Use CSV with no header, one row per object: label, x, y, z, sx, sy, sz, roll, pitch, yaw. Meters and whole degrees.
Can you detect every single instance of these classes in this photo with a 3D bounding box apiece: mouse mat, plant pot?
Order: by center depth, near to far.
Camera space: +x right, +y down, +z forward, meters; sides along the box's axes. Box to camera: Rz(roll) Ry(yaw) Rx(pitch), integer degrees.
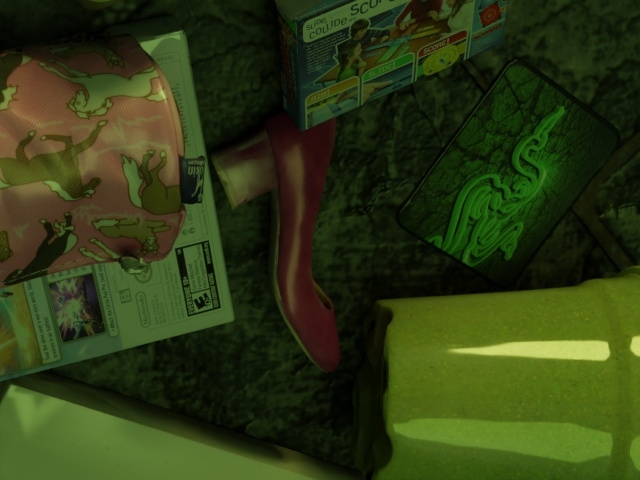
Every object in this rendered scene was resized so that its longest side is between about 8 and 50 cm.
plant pot,0.165,0.151,1.227,0.254,0.276,0.276,5,113,-8
mouse mat,0.176,-0.058,1.258,0.152,0.007,0.190,30,103,-28

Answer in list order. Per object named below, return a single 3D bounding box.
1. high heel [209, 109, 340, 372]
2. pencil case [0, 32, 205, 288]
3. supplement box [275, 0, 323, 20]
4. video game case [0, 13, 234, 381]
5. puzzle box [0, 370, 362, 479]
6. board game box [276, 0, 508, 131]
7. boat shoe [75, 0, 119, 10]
high heel,0.000,0.000,1.189,0.117,0.082,0.244,-24,109,-2
pencil case,-0.282,-0.028,0.945,0.386,0.167,0.160,-14,146,-19
supplement box,0.065,-0.265,0.989,0.239,0.130,0.073,-43,104,-28
video game case,-0.212,-0.029,1.112,0.244,0.061,0.269,-14,118,-13
puzzle box,-0.165,0.290,1.284,0.409,0.052,0.272,23,106,-26
board game box,0.062,-0.179,1.096,0.201,0.035,0.136,-25,148,-16
boat shoe,-0.089,-0.286,1.006,0.285,0.104,0.089,-38,122,3
